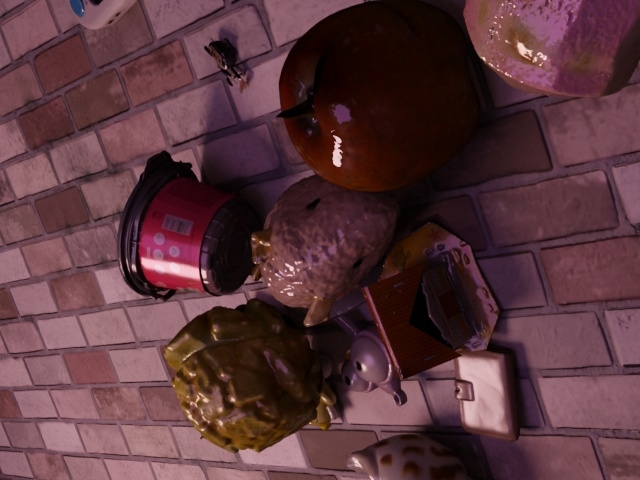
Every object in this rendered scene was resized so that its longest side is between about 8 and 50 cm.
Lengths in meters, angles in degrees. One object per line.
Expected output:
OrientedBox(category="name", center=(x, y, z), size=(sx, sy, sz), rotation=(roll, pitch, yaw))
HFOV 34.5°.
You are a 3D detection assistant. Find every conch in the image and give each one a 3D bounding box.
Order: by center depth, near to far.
OrientedBox(category="conch", center=(0.185, 0.420, 1.738), size=(0.275, 0.183, 0.148), rotation=(42, 93, 14))

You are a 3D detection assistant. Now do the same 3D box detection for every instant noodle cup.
OrientedBox(category="instant noodle cup", center=(-0.226, -0.002, 1.901), size=(0.182, 0.258, 0.302), rotation=(15, 134, 26))

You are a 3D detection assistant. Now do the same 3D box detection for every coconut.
OrientedBox(category="coconut", center=(0.285, -0.284, 1.217), size=(0.233, 0.233, 0.245), rotation=(40, 131, 25))

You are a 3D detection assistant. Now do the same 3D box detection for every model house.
OrientedBox(category="model house", center=(0.141, 0.099, 1.588), size=(0.207, 0.136, 0.219), rotation=(-22, 89, 35))

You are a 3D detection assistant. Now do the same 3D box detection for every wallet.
OrientedBox(category="wallet", center=(0.265, 0.239, 1.644), size=(0.118, 0.039, 0.152), rotation=(6, 110, 43))

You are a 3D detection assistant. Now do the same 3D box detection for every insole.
OrientedBox(category="insole", center=(0.063, 0.081, 1.717), size=(0.192, 0.010, 0.063), rotation=(-23, 77, 17))

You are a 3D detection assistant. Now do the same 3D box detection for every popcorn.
OrientedBox(category="popcorn", center=(-0.129, 0.243, 1.812), size=(0.282, 0.247, 0.282), rotation=(55, 169, 17))

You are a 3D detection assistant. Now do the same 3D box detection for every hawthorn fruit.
OrientedBox(category="hawthorn fruit", center=(0.067, -0.193, 1.432), size=(0.268, 0.301, 0.267), rotation=(28, 129, 40))

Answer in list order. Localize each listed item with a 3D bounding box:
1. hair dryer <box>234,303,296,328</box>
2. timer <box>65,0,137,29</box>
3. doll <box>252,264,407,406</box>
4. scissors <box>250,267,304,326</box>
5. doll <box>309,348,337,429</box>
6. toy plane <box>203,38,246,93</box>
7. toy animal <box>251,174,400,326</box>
OrientedBox(category="hair dryer", center=(-0.098, 0.231, 2.008), size=(0.124, 0.071, 0.219), rotation=(15, 127, 41))
OrientedBox(category="timer", center=(-0.427, -0.541, 1.937), size=(0.237, 0.087, 0.262), rotation=(-25, 91, 50))
OrientedBox(category="doll", center=(0.029, 0.143, 1.800), size=(0.365, 0.094, 0.160), rotation=(49, 140, 17))
OrientedBox(category="scissors", center=(-0.088, 0.082, 1.947), size=(0.212, 0.021, 0.110), rotation=(28, 124, 33))
OrientedBox(category="doll", center=(-0.011, 0.277, 1.936), size=(0.106, 0.062, 0.162), rotation=(15, 120, 37))
OrientedBox(category="toy plane", center=(-0.166, -0.314, 1.821), size=(0.120, 0.031, 0.049), rotation=(52, 143, 18))
OrientedBox(category="toy animal", center=(-0.001, 0.001, 1.622), size=(0.188, 0.226, 0.358), rotation=(46, 175, 0))
